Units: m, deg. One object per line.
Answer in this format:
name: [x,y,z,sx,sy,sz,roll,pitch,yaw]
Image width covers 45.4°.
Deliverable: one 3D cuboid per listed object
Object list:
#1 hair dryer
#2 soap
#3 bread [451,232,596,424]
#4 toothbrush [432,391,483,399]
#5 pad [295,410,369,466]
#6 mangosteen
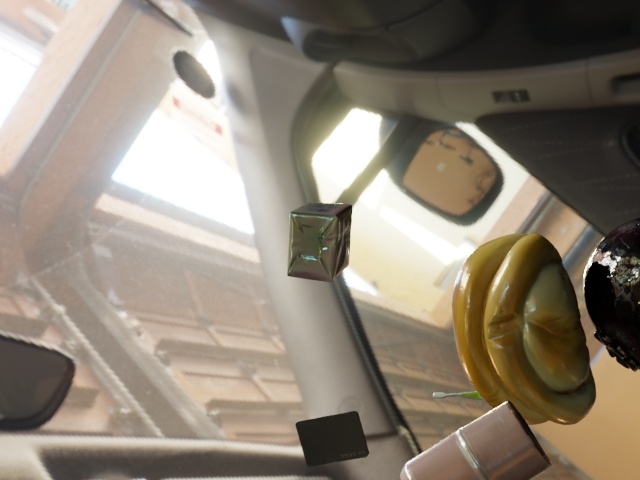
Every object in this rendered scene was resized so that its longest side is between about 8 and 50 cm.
hair dryer: [0.270,0.388,1.116,0.344,0.189,0.107,51,-172,-35]
soap: [0.000,0.000,2.042,0.138,0.182,0.199,5,-168,13]
bread: [0.478,0.192,1.682,0.329,0.424,0.245,-15,-178,-33]
toothbrush: [0.422,0.403,1.992,0.262,0.022,0.026,-6,157,23]
pad: [0.027,0.457,1.757,0.003,0.157,0.112,-25,-80,-73]
mangosteen: [0.764,0.086,1.589,0.382,0.435,0.382,45,-179,-1]
